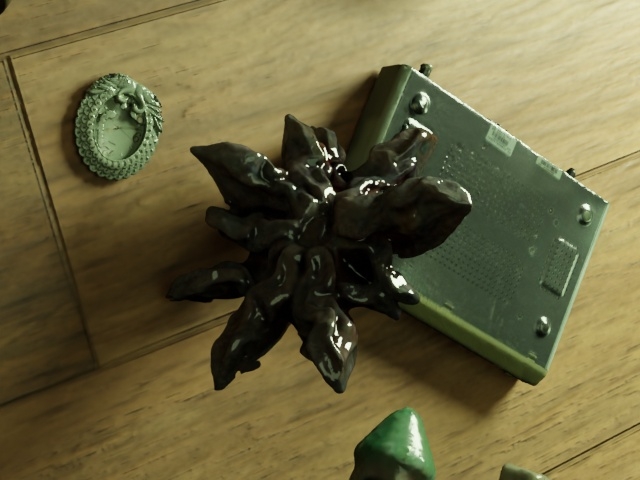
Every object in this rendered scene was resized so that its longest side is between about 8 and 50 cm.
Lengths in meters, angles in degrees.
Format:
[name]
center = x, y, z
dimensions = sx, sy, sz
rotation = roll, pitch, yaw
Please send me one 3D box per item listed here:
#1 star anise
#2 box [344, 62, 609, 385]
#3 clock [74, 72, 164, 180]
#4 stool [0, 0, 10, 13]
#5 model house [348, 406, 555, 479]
[star anise]
center = -0.005, 0.000, 1.344
dimensions = 0.282, 0.212, 0.129
rotation = -49, 151, -15
[box]
center = 0.131, -0.015, 1.517
dimensions = 0.270, 0.045, 0.211
rotation = 32, 73, -29
[clock]
center = -0.158, -0.087, 1.341
dimensions = 0.074, 0.010, 0.083
rotation = 29, 74, -31
[stool]
center = -0.232, -0.310, 1.194
dimensions = 0.179, 0.179, 0.264
rotation = 38, 68, -28
[model house]
center = 0.113, 0.299, 1.387
dimensions = 0.298, 0.243, 0.284
rotation = 39, 63, -40
